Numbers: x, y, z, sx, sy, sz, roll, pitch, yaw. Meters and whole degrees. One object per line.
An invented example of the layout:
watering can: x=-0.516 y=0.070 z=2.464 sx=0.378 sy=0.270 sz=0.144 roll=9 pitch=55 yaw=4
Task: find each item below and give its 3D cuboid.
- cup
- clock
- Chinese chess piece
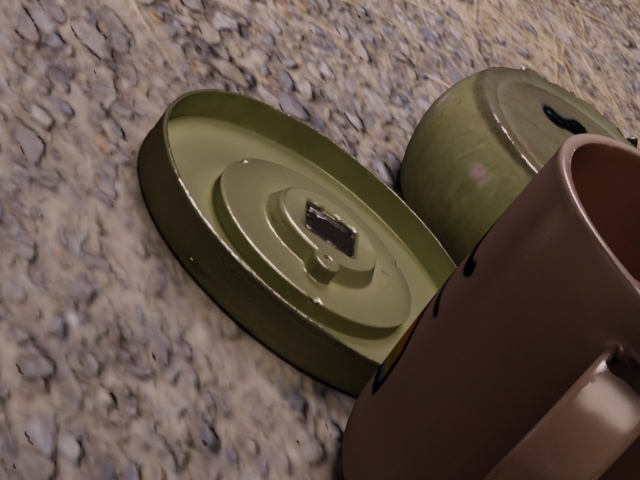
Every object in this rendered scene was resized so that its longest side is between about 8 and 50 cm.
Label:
cup: x=0.118 y=0.092 z=0.890 sx=0.191 sy=0.200 sz=0.253 roll=43 pitch=24 yaw=5
clock: x=0.000 y=0.000 z=1.077 sx=0.235 sy=0.029 sz=0.235 roll=32 pitch=27 yaw=-18
Chinese chess piece: x=0.160 y=-0.020 z=1.262 sx=0.237 sy=0.092 sz=0.238 roll=31 pitch=26 yaw=-17
